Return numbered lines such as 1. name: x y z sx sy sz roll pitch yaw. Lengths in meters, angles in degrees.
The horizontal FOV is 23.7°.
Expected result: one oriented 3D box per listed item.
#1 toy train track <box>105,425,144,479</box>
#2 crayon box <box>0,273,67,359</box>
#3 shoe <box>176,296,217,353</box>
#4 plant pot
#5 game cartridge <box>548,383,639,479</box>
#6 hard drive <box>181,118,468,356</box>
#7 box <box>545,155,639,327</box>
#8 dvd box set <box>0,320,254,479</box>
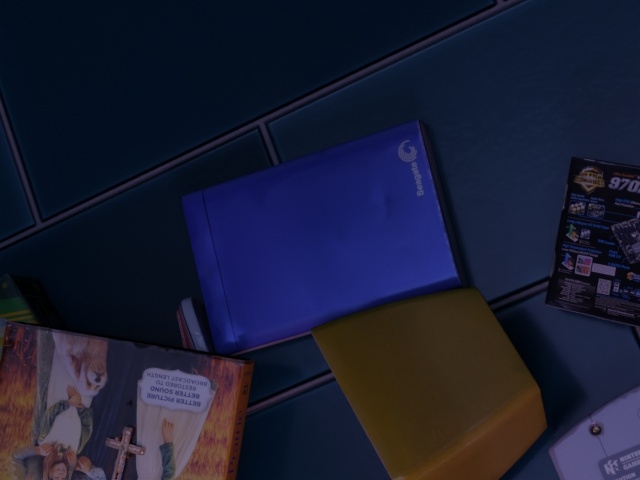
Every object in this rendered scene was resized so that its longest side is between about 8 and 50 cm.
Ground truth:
1. toy train track: -0.235 0.259 1.784 0.048 0.014 0.083 13 89 12
2. crayon box: -0.451 0.221 1.961 0.323 0.083 0.203 -39 73 11
3. shoe: -0.162 0.163 1.877 0.081 0.063 0.178 -22 81 10
4. plant pot: 0.134 0.173 1.693 0.187 0.212 0.212 -29 62 -1
5. game cartridge: 0.414 0.239 1.673 0.297 0.062 0.198 -24 71 15
6. hard drive: 0.000 0.000 1.854 0.319 0.040 0.210 -17 77 17
7. box: 0.364 0.009 1.675 0.220 0.051 0.175 12 94 40
8. dvd box set: -0.261 0.324 1.823 0.308 0.062 0.420 9 88 12
